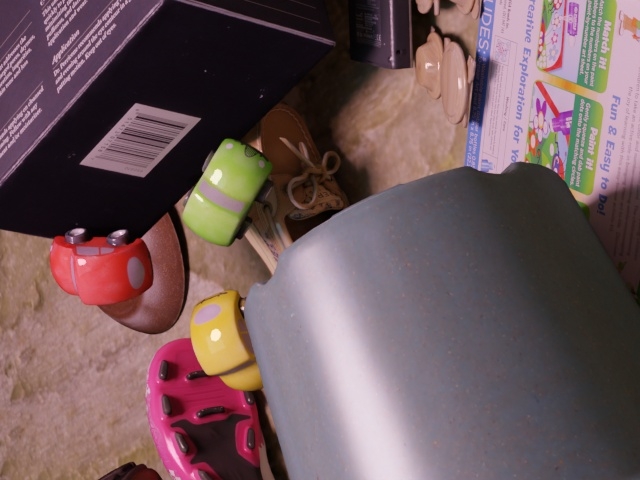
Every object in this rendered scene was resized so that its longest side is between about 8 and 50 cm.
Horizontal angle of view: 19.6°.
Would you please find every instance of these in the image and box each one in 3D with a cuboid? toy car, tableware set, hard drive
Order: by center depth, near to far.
[{"bbox_3d":[0.099,-0.171,1.477,0.169,0.020,0.141,-132,41,-71],"label":"tableware set"},{"bbox_3d":[0.048,-0.216,1.554,0.094,0.022,0.135,-153,59,-65],"label":"hard drive"},{"bbox_3d":[-0.112,0.011,1.605,0.239,0.053,0.225,30,122,2],"label":"toy car"}]

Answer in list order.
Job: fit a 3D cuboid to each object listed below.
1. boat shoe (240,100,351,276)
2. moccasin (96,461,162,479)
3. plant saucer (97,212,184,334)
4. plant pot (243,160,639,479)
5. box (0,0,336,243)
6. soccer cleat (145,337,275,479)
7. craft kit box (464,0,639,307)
[{"bbox_3d":[0.000,0.000,1.646,0.089,0.104,0.285,-16,96,49],"label":"boat shoe"},{"bbox_3d":[-0.191,0.319,1.852,0.147,0.139,0.380,53,168,13],"label":"moccasin"},{"bbox_3d":[-0.217,0.011,1.969,0.198,0.036,0.199,28,128,44],"label":"plant saucer"},{"bbox_3d":[0.120,0.148,1.273,0.341,0.341,0.334,-49,56,48],"label":"plant pot"},{"bbox_3d":[-0.181,-0.217,1.645,0.343,0.179,0.313,-41,51,39],"label":"box"},{"bbox_3d":[-0.097,0.259,1.830,0.331,0.116,0.143,62,148,23],"label":"soccer cleat"},{"bbox_3d":[0.210,-0.074,1.370,0.246,0.061,0.250,31,124,48],"label":"craft kit box"}]
